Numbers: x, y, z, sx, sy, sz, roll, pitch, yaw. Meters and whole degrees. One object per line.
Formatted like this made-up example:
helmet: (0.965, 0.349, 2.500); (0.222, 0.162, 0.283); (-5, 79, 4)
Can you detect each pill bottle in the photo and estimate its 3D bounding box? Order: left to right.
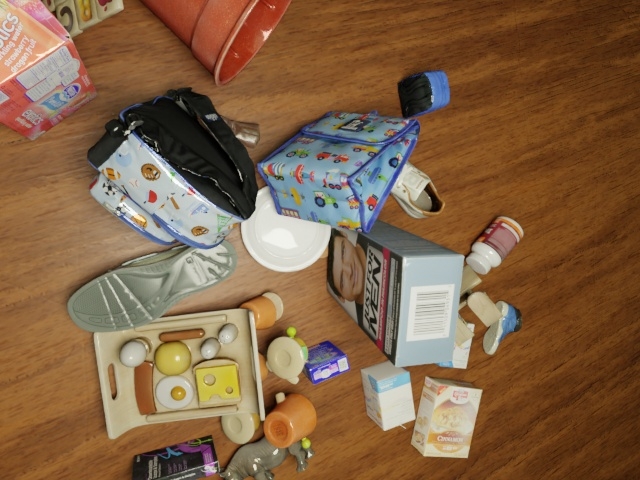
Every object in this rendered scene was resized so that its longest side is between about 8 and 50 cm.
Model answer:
pill bottle: (0.461, 0.015, 1.141); (0.152, 0.086, 0.086); (-45, 108, -13)

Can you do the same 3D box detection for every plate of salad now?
plate of salad: (-0.076, -0.030, 0.953); (0.200, 0.048, 0.199); (0, 89, -11)

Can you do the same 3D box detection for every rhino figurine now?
rhino figurine: (-0.136, 0.499, 0.953); (0.243, 0.073, 0.106); (-26, 89, -16)

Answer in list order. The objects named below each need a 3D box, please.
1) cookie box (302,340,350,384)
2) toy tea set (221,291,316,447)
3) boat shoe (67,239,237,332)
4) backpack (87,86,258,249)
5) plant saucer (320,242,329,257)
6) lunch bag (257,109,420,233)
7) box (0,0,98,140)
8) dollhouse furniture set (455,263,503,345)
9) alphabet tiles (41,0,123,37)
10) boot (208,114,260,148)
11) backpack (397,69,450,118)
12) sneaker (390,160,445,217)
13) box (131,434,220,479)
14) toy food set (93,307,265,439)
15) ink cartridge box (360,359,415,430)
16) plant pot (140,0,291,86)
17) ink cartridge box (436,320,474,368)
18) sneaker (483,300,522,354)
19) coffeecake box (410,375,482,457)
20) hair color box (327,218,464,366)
cookie box: (0.002, 0.274, 0.972); (0.092, 0.107, 0.040); (-16, 101, -19)
toy tea set: (-0.097, 0.284, 0.933); (0.124, 0.200, 0.336); (-1, 97, -65)
boat shoe: (-0.322, 0.080, 0.846); (0.320, 0.103, 0.118); (-26, 103, -14)
backpack: (-0.248, -0.108, 0.770); (0.263, 0.276, 0.213); (39, 117, -15)
plant saucer: (0.000, 0.000, 1.002); (0.084, 0.013, 0.083); (-1, 94, -21)
lunch bag: (0.056, -0.174, 0.881); (0.293, 0.221, 0.138); (-53, 140, -32)
box: (-0.464, -0.273, 0.650); (0.154, 0.300, 0.142); (-42, 107, -13)
dollhouse furniture set: (0.251, 0.133, 1.007); (0.242, 0.212, 0.161); (-40, 110, 14)
alphabet tiles: (-0.405, -0.526, 0.693); (0.011, 0.285, 0.342); (-19, 103, -58)
boot: (-0.184, -0.207, 0.907); (0.114, 0.037, 0.106); (11, 92, -26)
backpack: (0.254, -0.354, 1.017); (0.101, 0.120, 0.098); (-21, 100, -18)
sneaker: (0.186, -0.161, 1.005); (0.290, 0.123, 0.106); (37, 83, -18)
box: (-0.294, 0.453, 0.867); (0.162, 0.116, 0.029); (-9, 95, -20)
toy food set: (-0.268, 0.262, 0.835); (0.306, 0.092, 0.219); (-6, 94, 0)
ink cartridge box: (0.166, 0.386, 1.051); (0.090, 0.092, 0.143); (-11, 97, -20)
plant pot: (-0.213, -0.475, 0.769); (0.265, 0.272, 0.272); (37, 80, -11)
ink cartridge box: (0.347, 0.269, 1.134); (0.089, 0.052, 0.122); (11, 89, -21)
sneaker: (0.515, 0.253, 1.193); (0.085, 0.058, 0.152); (22, 79, -12)
coffeecake box: (0.334, 0.467, 1.134); (0.142, 0.068, 0.185); (13, 88, -20)
hair color box: (0.120, 0.072, 0.845); (0.114, 0.374, 0.185); (-1, 103, -16)
